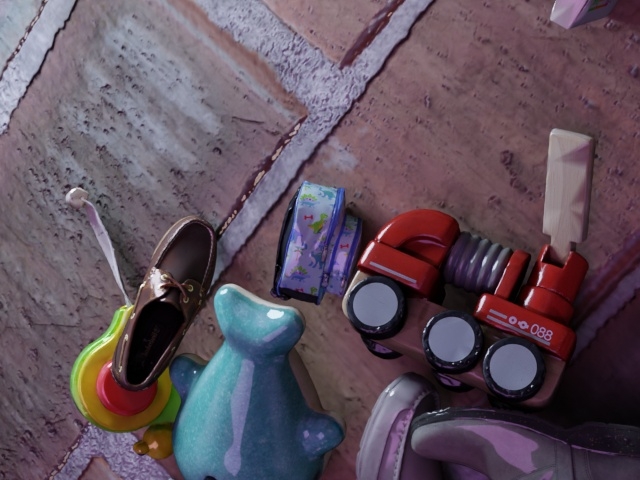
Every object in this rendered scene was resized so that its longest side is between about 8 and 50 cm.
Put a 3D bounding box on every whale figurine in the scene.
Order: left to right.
[{"bbox_3d":[-0.080,0.181,1.248,0.216,0.141,0.272,21,130,20],"label":"whale figurine"}]

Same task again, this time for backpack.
[{"bbox_3d":[0.000,0.000,1.209,0.084,0.105,0.114,10,107,0],"label":"backpack"}]

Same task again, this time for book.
[{"bbox_3d":[0.243,-0.232,0.997,0.035,0.144,0.096,33,117,14],"label":"book"}]

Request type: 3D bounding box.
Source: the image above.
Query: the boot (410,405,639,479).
[{"bbox_3d":[0.190,0.244,1.068,0.246,0.083,0.161,4,65,20],"label":"boot"}]

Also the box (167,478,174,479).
[{"bbox_3d":[-0.168,0.361,1.399,0.101,0.087,0.102,19,112,21],"label":"box"}]

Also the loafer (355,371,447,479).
[{"bbox_3d":[0.102,0.289,1.229,0.111,0.112,0.320,19,122,36],"label":"loafer"}]

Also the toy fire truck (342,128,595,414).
[{"bbox_3d":[0.161,0.016,1.125,0.217,0.158,0.246,24,77,17],"label":"toy fire truck"}]

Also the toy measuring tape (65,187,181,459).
[{"bbox_3d":[-0.257,0.108,1.352,0.121,0.121,0.330,-21,95,29],"label":"toy measuring tape"}]

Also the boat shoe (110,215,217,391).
[{"bbox_3d":[-0.166,0.070,1.280,0.073,0.073,0.207,22,84,-10],"label":"boat shoe"}]
